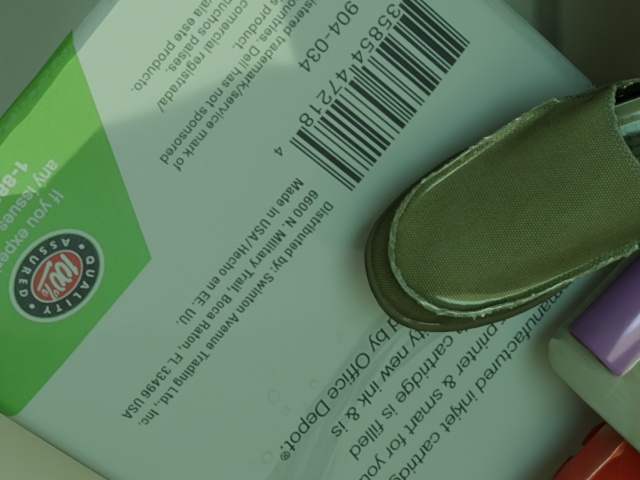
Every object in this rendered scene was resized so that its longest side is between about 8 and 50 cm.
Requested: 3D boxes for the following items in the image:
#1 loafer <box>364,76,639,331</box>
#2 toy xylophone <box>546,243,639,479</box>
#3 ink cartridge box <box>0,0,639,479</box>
[{"bbox_3d":[0.080,-0.021,0.556,0.148,0.050,0.056,-28,78,-4],"label":"loafer"},{"bbox_3d":[0.187,0.111,0.665,0.236,0.081,0.323,-40,130,-5],"label":"toy xylophone"},{"bbox_3d":[0.000,0.000,0.644,0.273,0.115,0.198,38,94,-30],"label":"ink cartridge box"}]
